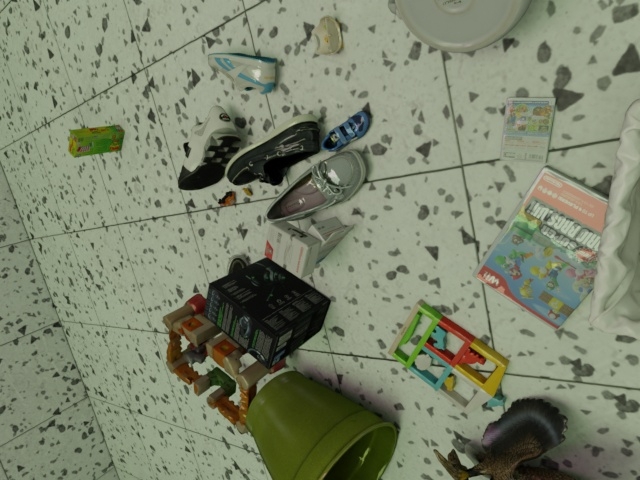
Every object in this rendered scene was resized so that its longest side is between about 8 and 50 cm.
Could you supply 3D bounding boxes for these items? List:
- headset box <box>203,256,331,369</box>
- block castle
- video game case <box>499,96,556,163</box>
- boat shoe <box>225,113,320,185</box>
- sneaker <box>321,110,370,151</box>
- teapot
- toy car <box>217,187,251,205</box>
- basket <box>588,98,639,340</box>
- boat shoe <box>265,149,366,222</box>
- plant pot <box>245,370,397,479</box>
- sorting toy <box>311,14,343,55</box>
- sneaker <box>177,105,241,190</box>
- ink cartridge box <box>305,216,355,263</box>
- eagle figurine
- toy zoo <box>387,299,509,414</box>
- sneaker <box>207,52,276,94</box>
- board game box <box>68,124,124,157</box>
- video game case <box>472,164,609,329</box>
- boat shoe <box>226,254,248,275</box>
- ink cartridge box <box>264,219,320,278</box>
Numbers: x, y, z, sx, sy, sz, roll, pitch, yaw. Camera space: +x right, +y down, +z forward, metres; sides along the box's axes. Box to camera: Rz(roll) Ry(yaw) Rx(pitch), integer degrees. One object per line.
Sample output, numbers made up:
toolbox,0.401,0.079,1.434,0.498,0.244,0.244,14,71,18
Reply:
headset box,-0.161,0.192,1.307,0.283,0.246,0.131,32,123,23
block castle,-0.323,0.399,1.543,0.454,0.213,0.302,27,126,30
video game case,0.400,-0.214,0.871,0.087,0.011,0.121,13,115,34
boat shoe,-0.128,-0.206,1.206,0.340,0.127,0.113,-25,79,32
sneaker,0.059,-0.257,1.085,0.144,0.059,0.053,-35,82,40
teapot,0.256,-0.470,0.777,0.256,0.187,0.252,26,151,8
toy car,-0.265,-0.126,1.391,0.122,0.060,0.040,0,139,45
basket,0.577,-0.038,0.616,0.329,0.266,0.331,9,113,28
boat shoe,-0.017,-0.128,1.165,0.321,0.103,0.118,-25,91,41
plant pot,-0.027,0.579,1.323,0.353,0.367,0.366,32,125,39
sorting toy,0.009,-0.473,1.054,0.075,0.045,0.083,5,111,44
sneaker,-0.350,-0.275,1.373,0.331,0.123,0.146,-37,65,41
ink cartridge box,0.000,0.000,1.202,0.060,0.104,0.180,52,129,14
eagle figurine,0.456,0.523,1.032,0.298,0.225,0.226,-32,131,12
toy zoo,0.327,0.304,1.117,0.293,0.030,0.192,35,125,22
sneaker,-0.219,-0.453,1.207,0.229,0.087,0.092,24,122,31
board game box,-0.814,-0.363,1.635,0.043,0.181,0.092,44,128,16
video game case,0.465,0.021,0.904,0.204,0.025,0.285,36,126,21
boat shoe,-0.259,0.156,1.454,0.070,0.078,0.219,-159,64,-76
ink cartridge box,-0.073,0.021,1.160,0.135,0.056,0.099,30,122,30
